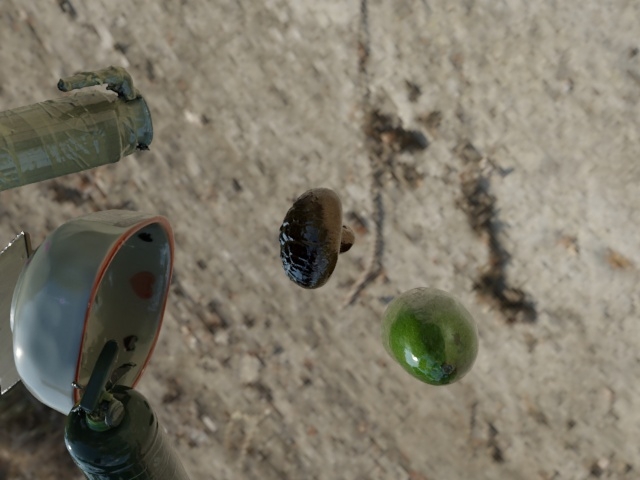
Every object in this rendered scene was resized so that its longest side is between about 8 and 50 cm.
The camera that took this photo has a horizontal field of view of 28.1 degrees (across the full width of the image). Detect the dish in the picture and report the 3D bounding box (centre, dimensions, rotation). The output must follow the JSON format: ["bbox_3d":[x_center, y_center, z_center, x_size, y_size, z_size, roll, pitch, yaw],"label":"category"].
[{"bbox_3d":[-0.270,0.073,1.456,0.117,0.256,0.256,15,140,13],"label":"dish"}]

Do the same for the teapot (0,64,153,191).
[{"bbox_3d":[-0.282,-0.124,1.361,0.077,0.200,0.107,44,143,47],"label":"teapot"}]

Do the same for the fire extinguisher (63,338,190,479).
[{"bbox_3d":[-0.196,0.228,1.338,0.095,0.114,0.311,21,151,26],"label":"fire extinguisher"}]

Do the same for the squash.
[{"bbox_3d":[0.126,0.110,1.540,0.107,0.107,0.395,51,179,1],"label":"squash"}]

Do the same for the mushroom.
[{"bbox_3d":[-0.008,-0.003,1.473,0.085,0.109,0.126,23,124,11],"label":"mushroom"}]

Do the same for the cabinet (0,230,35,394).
[{"bbox_3d":[-0.400,0.115,1.987,0.148,0.175,0.215,-35,59,41],"label":"cabinet"}]
